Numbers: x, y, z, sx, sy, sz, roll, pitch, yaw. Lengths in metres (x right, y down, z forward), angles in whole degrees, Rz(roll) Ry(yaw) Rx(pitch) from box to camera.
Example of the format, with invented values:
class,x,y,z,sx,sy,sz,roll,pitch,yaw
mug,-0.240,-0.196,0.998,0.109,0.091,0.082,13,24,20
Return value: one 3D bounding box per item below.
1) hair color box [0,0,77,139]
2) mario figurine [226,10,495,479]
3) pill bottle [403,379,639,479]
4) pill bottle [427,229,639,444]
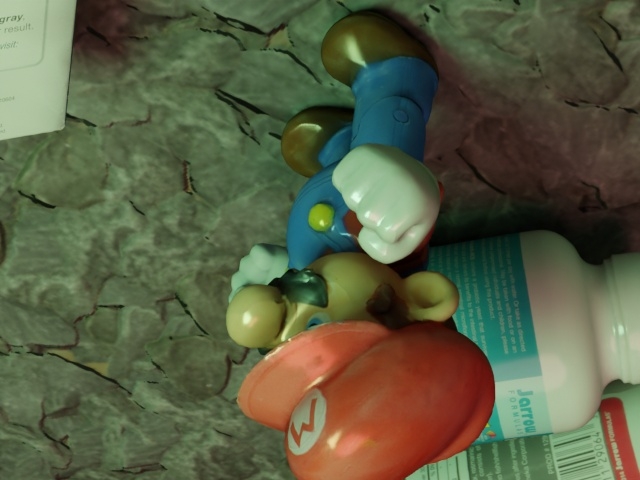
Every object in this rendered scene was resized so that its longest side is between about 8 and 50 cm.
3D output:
class,x,y,z,sx,sy,sz,roll,pitch,yaw
hair color box,-0.215,-0.204,0.670,0.173,0.105,0.347,-14,141,-29
mario figurine,0.000,0.000,0.754,0.170,0.321,0.198,-12,132,11
pill bottle,0.146,0.226,1.066,0.318,0.176,0.176,-19,130,19
pill bottle,0.105,0.073,0.943,0.264,0.146,0.146,-10,133,10
